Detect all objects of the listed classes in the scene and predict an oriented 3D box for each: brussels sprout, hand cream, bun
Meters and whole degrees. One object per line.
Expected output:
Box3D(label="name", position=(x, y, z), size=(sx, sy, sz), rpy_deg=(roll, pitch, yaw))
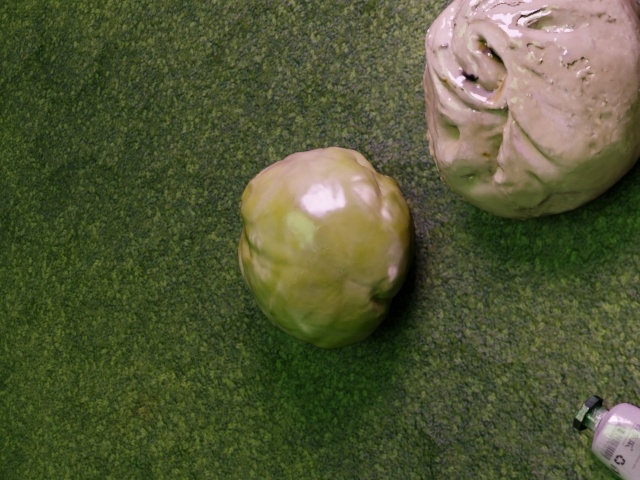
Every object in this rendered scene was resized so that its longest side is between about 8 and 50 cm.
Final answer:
Box3D(label="brussels sprout", position=(0.006, -0.003, 1.697), size=(0.273, 0.243, 0.316), rpy_deg=(-58, 46, 50))
Box3D(label="hand cream", position=(0.459, 0.302, 1.403), size=(0.336, 0.076, 0.121), rpy_deg=(35, 113, 29))
Box3D(label="bun", position=(0.271, -0.198, 1.493), size=(0.326, 0.234, 0.362), rpy_deg=(38, 116, 29))
